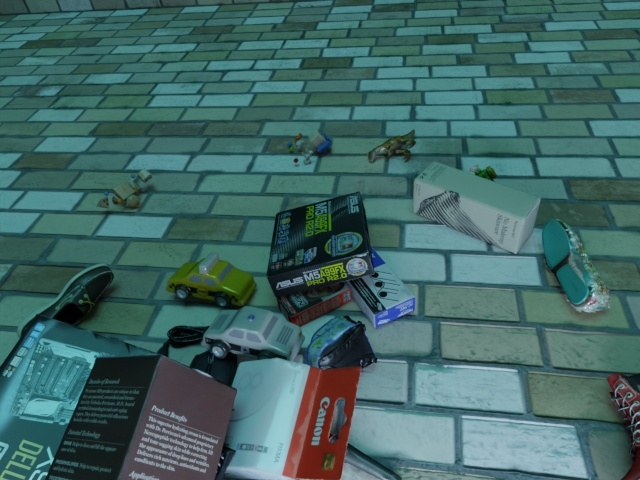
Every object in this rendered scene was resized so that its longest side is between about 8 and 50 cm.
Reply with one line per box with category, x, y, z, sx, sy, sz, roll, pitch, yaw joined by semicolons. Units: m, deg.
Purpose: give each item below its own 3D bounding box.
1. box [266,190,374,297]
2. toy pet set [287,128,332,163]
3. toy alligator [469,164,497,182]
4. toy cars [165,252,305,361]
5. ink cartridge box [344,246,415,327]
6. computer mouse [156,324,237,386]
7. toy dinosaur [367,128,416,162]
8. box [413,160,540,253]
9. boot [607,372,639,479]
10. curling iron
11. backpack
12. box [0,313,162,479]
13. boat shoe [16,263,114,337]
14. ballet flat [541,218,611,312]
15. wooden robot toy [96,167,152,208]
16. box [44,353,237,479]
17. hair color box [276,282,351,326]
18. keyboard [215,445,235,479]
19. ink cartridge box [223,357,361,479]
box;0.000;0.000;1.139;0.216;0.060;0.270;-14;31;10
toy pet set;-0.028;-0.278;1.526;0.114;0.065;0.122;-39;36;17
toy alligator;0.408;-0.151;1.273;0.056;0.190;0.051;-31;77;24
toy cars;-0.184;0.121;1.035;0.176;0.087;0.394;-18;35;-28
ink cartridge box;0.106;0.088;1.097;0.097;0.046;0.207;-21;43;-15
computer mouse;-0.240;0.248;0.958;0.184;0.060;0.262;-3;42;3
toy dinosaur;0.232;-0.287;1.480;0.211;0.064;0.112;-28;45;-22
box;0.359;-0.082;1.204;0.275;0.113;0.094;26;52;33
boot;0.486;0.300;0.788;0.244;0.088;0.176;-18;42;-24
curling iron;0.016;0.324;0.858;0.274;0.035;0.068;25;51;31
backpack;0.029;0.206;0.940;0.114;0.105;0.084;-33;26;-25
box;-0.437;0.301;0.845;0.242;0.076;0.307;18;53;3
boat shoe;-0.533;0.144;1.104;0.069;0.081;0.228;27;59;28
ballet flat;0.530;0.056;1.065;0.077;0.091;0.241;19;44;-17
wooden robot toy;-0.529;-0.122;1.421;0.079;0.076;0.173;44;56;0
box;-0.258;0.294;0.755;0.167;0.168;0.203;-11;52;33
hair color box;-0.013;0.123;1.077;0.141;0.043;0.072;-24;44;-19
keyboard;-0.214;0.338;0.828;0.180;0.023;0.108;2;54;38
ink cartridge box;-0.061;0.281;0.823;0.232;0.066;0.189;-18;40;34
